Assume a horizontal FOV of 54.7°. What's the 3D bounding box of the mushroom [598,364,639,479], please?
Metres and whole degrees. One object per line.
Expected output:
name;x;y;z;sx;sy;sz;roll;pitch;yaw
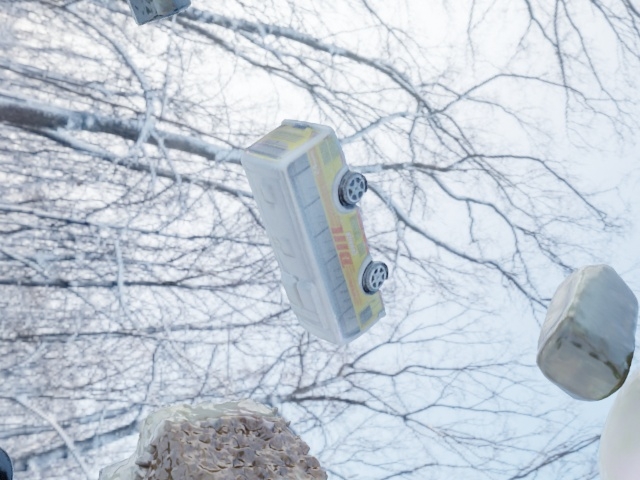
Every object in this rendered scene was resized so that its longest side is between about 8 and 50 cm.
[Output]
mushroom;0.508;0.293;0.815;0.315;0.315;0.356;46;-17;47

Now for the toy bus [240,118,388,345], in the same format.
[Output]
toy bus;0.000;0.000;0.696;0.092;0.106;0.268;19;-43;42

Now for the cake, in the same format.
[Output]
cake;-0.070;0.201;0.432;0.135;0.135;0.147;-55;-132;19

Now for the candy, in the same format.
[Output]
candy;0.373;0.120;0.864;0.104;0.234;0.102;39;-49;8

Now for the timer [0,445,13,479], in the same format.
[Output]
timer;-0.337;0.214;0.461;0.055;0.187;0.144;-27;-129;41

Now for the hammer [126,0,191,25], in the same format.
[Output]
hammer;-0.071;-0.300;0.570;0.044;0.365;0.111;-4;-61;30
